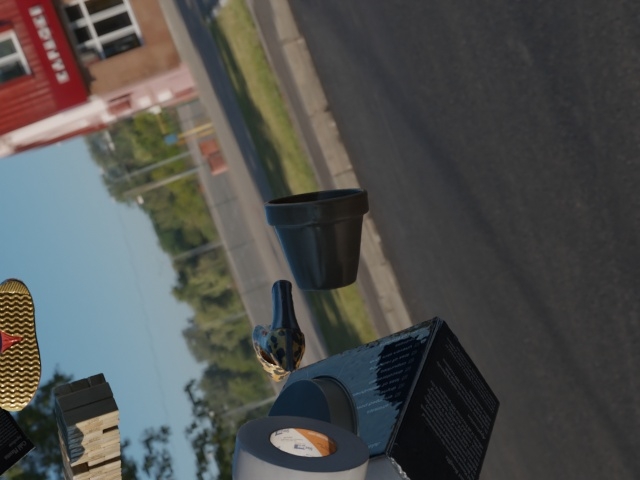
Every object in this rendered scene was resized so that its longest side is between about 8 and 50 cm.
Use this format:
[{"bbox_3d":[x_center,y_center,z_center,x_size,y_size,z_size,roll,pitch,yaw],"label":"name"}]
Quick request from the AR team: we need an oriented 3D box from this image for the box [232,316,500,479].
[{"bbox_3d":[0.104,0.484,2.292,0.297,0.480,0.471,55,-145,-15],"label":"box"}]

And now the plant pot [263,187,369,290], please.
[{"bbox_3d":[0.000,0.000,2.478,0.263,0.263,0.229,-142,45,-78],"label":"plant pot"}]

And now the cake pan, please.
[{"bbox_3d":[-0.032,0.404,1.968,0.293,0.054,0.293,-33,48,46],"label":"cake pan"}]

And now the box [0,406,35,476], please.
[{"bbox_3d":[-0.824,0.404,2.034,0.312,0.343,0.179,55,-154,-5],"label":"box"}]

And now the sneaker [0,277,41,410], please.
[{"bbox_3d":[-0.430,0.146,1.413,0.084,0.070,0.185,-164,76,-76],"label":"sneaker"}]

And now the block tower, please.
[{"bbox_3d":[-0.408,0.357,1.760,0.091,0.097,0.335,61,154,30],"label":"block tower"}]

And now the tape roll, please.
[{"bbox_3d":[-0.033,0.362,1.631,0.219,0.219,0.072,-131,49,-72],"label":"tape roll"}]

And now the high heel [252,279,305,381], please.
[{"bbox_3d":[-0.073,0.223,1.800,0.186,0.093,0.261,-97,9,-45],"label":"high heel"}]
